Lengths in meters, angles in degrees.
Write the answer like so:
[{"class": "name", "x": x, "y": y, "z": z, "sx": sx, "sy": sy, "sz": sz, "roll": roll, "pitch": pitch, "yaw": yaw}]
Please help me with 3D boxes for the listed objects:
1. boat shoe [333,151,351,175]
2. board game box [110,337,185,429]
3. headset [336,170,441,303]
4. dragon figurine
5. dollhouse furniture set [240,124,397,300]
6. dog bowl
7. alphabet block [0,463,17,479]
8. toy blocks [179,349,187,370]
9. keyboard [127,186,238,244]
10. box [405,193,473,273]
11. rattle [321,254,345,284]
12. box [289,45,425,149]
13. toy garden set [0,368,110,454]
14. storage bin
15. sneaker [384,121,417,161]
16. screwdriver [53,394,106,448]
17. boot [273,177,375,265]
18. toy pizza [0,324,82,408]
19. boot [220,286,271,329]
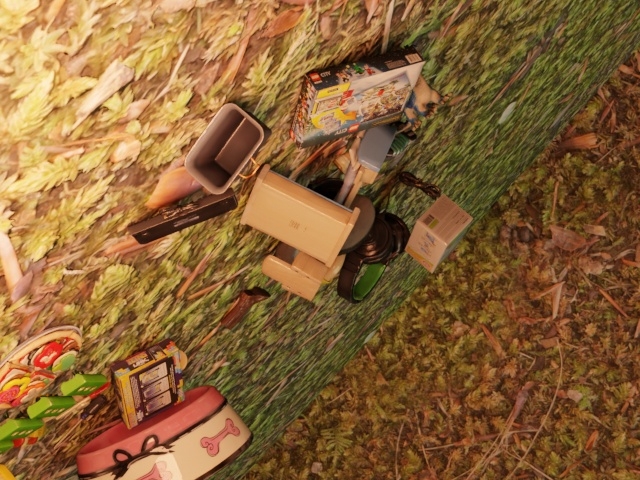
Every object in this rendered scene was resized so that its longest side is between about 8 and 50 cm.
[{"class": "boat shoe", "x": 0.070, "y": -0.162, "z": 1.899, "sx": 0.045, "sy": 0.050, "sz": 0.135, "roll": -42, "pitch": 164, "yaw": 6}, {"class": "board game box", "x": -0.365, "y": 0.305, "z": 1.815, "sx": 0.141, "sy": 0.048, "sz": 0.170, "roll": -24, "pitch": 137, "yaw": -28}, {"class": "headset", "x": 0.181, "y": 0.003, "z": 2.332, "sx": 0.243, "sy": 0.185, "sz": 0.394, "roll": -9, "pitch": 123, "yaw": -65}, {"class": "dragon figurine", "x": 0.175, "y": -0.307, "z": 1.746, "sx": 0.085, "sy": 0.144, "sz": 0.289, "roll": -45, "pitch": -177, "yaw": -9}, {"class": "dollhouse furniture set", "x": -0.014, "y": -0.101, "z": 1.739, "sx": 0.303, "sy": 0.198, "sz": 0.286, "roll": -63, "pitch": -179, "yaw": -42}, {"class": "dog bowl", "x": -0.361, "y": 0.464, "z": 1.909, "sx": 0.407, "sy": 0.151, "sz": 0.408, "roll": -24, "pitch": -179, "yaw": 1}, {"class": "alphabet block", "x": -0.653, "y": 0.565, "z": 1.586, "sx": 0.197, "sy": 0.192, "sz": 0.193, "roll": -48, "pitch": 166, "yaw": 10}, {"class": "toy blocks", "x": -0.352, "y": 0.304, "z": 1.952, "sx": 0.123, "sy": 0.054, "sz": 0.148, "roll": -43, "pitch": 164, "yaw": -9}, {"class": "keyboard", "x": -0.223, "y": -0.044, "z": 1.388, "sx": 0.180, "sy": 0.023, "sz": 0.108, "roll": -22, "pitch": 167, "yaw": -5}, {"class": "box", "x": 0.312, "y": -0.015, "z": 2.277, "sx": 0.114, "sy": 0.103, "sz": 0.203, "roll": -44, "pitch": 166, "yaw": -20}, {"class": "rattle", "x": 0.000, "y": 0.000, "z": 2.154, "sx": 0.200, "sy": 0.142, "sz": 0.130, "roll": -62, "pitch": -164, "yaw": 1}, {"class": "box", "x": 0.065, "y": -0.259, "z": 1.554, "sx": 0.233, "sy": 0.044, "sz": 0.159, "roll": -20, "pitch": 154, "yaw": -26}, {"class": "toy garden set", "x": -0.490, "y": 0.298, "z": 1.512, "sx": 0.244, "sy": 0.049, "sz": 0.204, "roll": -34, "pitch": 169, "yaw": 0}, {"class": "storage bin", "x": -0.134, "y": -0.145, "z": 1.365, "sx": 0.135, "sy": 0.098, "sz": 0.091, "roll": -52, "pitch": 174, "yaw": 18}, {"class": "sneaker", "x": 0.140, "y": -0.202, "z": 1.930, "sx": 0.098, "sy": 0.083, "sz": 0.223, "roll": -50, "pitch": 165, "yaw": 31}, {"class": "screwdriver", "x": -0.516, "y": 0.386, "z": 1.813, "sx": 0.170, "sy": 0.024, "sz": 0.025, "roll": -42, "pitch": 135, "yaw": 8}, {"class": "boot", "x": 0.034, "y": -0.061, "z": 1.955, "sx": 0.338, "sy": 0.118, "sz": 0.223, "roll": -39, "pitch": 158, "yaw": -38}, {"class": "toy pizza", "x": -0.487, "y": 0.224, "z": 1.459, "sx": 0.201, "sy": 0.032, "sz": 0.201, "roll": -42, "pitch": 164, "yaw": -15}, {"class": "boot", "x": -0.183, "y": 0.168, "z": 2.079, "sx": 0.106, "sy": 0.037, "sz": 0.114, "roll": 5, "pitch": 125, "yaw": -53}]
